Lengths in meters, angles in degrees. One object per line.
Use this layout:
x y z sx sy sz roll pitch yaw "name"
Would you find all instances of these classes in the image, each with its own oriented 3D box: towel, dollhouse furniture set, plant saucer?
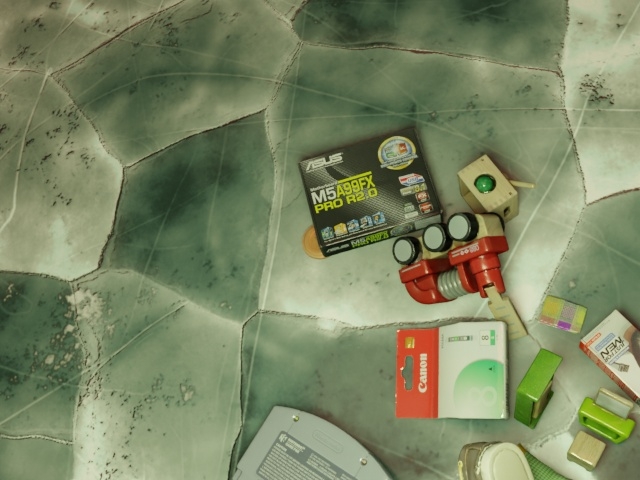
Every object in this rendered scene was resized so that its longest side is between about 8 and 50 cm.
0.471 0.145 1.592 0.083 0.009 0.060 16 73 19 "towel"
0.395 0.377 1.405 0.197 0.151 0.301 27 65 23 "dollhouse furniture set"
0.000 0.000 1.770 0.083 0.013 0.084 -5 66 13 "plant saucer"

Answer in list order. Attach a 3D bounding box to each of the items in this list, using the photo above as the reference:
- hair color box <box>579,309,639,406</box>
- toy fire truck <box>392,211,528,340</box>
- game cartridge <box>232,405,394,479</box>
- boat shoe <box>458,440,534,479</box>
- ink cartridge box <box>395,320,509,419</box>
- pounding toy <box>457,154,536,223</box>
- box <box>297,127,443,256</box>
0.574 0.222 1.510 0.093 0.053 0.167 -40 66 -5 "hair color box"
0.285 0.086 1.590 0.217 0.158 0.246 -25 74 42 "toy fire truck"
-0.012 0.441 1.540 0.294 0.060 0.196 25 79 36 "game cartridge"
0.310 0.486 1.338 0.116 0.096 0.324 -19 92 -33 "boat shoe"
0.245 0.249 1.557 0.224 0.056 0.181 -4 72 22 "ink cartridge box"
0.356 -0.101 1.649 0.100 0.141 0.130 -33 64 -1 "pounding toy"
0.105 -0.104 1.752 0.270 0.060 0.216 -16 66 4 "box"
